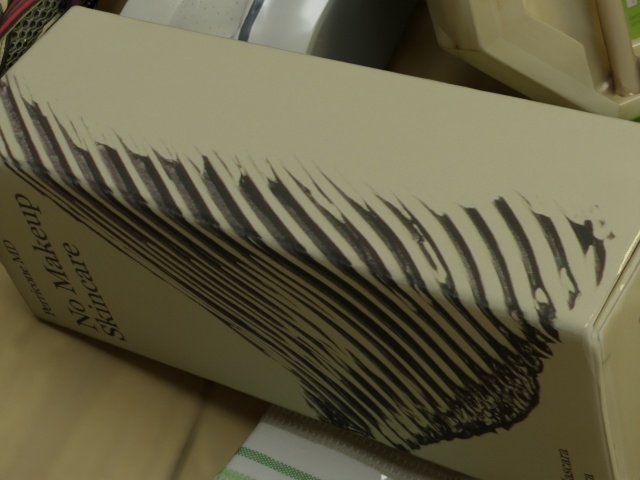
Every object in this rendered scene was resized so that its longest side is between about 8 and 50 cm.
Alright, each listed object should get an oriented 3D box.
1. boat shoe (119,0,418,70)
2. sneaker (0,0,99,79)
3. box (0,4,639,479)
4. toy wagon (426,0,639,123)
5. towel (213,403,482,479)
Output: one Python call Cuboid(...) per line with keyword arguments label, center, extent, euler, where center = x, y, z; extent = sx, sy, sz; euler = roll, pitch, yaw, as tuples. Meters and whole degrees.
Cuboid(label="boat shoe", center=(0.001, -0.203, 0.738), extent=(0.156, 0.136, 0.367), euler=(19, 62, 18))
Cuboid(label="sneaker", center=(-0.168, -0.095, 0.655), extent=(0.121, 0.112, 0.299), euler=(24, 67, 25))
Cuboid(label="box", center=(0.000, 0.000, 0.529), extent=(0.275, 0.113, 0.094), euler=(15, 53, 32))
Cuboid(label="toy wagon", center=(0.194, -0.190, 0.649), extent=(0.344, 0.267, 0.068), euler=(-24, 20, -20))
Cuboid(label="towel", center=(0.008, 0.097, 0.525), extent=(0.113, 0.023, 0.152), euler=(17, 55, 32))
